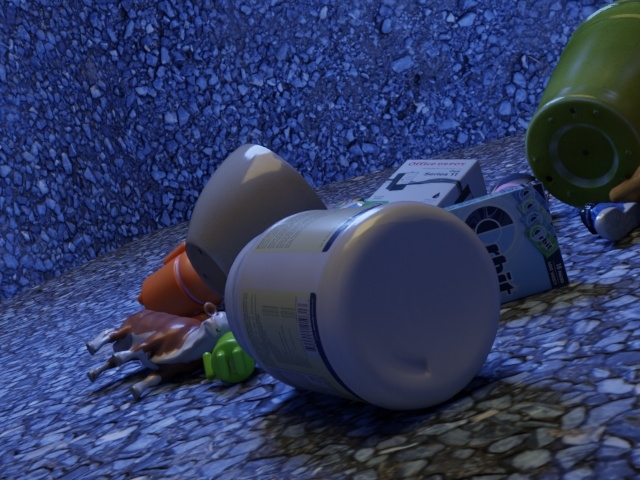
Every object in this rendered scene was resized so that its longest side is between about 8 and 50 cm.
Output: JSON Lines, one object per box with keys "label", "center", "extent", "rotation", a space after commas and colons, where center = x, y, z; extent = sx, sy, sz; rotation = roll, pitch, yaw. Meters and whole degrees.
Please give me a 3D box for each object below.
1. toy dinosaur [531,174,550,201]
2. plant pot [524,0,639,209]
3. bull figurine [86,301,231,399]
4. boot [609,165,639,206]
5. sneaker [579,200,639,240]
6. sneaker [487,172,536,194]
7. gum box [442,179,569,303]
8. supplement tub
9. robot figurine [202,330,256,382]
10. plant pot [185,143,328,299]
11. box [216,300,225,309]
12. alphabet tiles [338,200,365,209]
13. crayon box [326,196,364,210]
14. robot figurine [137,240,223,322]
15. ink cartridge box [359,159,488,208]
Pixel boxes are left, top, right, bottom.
{"label": "toy dinosaur", "center": [0.456, -0.119, 2.279], "extent": [0.112, 0.064, 0.211], "rotation": [-21, 8, -14]}
{"label": "plant pot", "center": [0.574, -0.240, 1.994], "extent": [0.366, 0.366, 0.353], "rotation": [-10, 22, 43]}
{"label": "bull figurine", "center": [-0.264, 0.174, 1.687], "extent": [0.188, 0.101, 0.310], "rotation": [-25, 11, -32]}
{"label": "boot", "center": [0.655, -0.112, 1.719], "extent": [0.295, 0.104, 0.211], "rotation": [-4, -12, -13]}
{"label": "sneaker", "center": [0.461, -0.032, 1.686], "extent": [0.085, 0.058, 0.152], "rotation": [-3, 11, 38]}
{"label": "sneaker", "center": [0.361, -0.043, 1.902], "extent": [0.131, 0.112, 0.319], "rotation": [8, 26, 34]}
{"label": "gum box", "center": [0.250, 0.014, 1.489], "extent": [0.184, 0.157, 0.041], "rotation": [-17, 9, 2]}
{"label": "supplement tub", "center": [0.036, 0.075, 1.255], "extent": [0.235, 0.235, 0.325], "rotation": [-22, 9, -27]}
{"label": "robot figurine", "center": [-0.128, 0.172, 1.532], "extent": [0.101, 0.067, 0.115], "rotation": [-16, 8, 3]}
{"label": "plant pot", "center": [-0.125, -0.001, 1.800], "extent": [0.191, 0.284, 0.284], "rotation": [-39, 17, -23]}
{"label": "box", "center": [-0.141, 0.101, 2.058], "extent": [0.067, 0.063, 0.324], "rotation": [-24, 10, -33]}
{"label": "alphabet tiles", "center": [0.121, -0.001, 1.934], "extent": [0.278, 0.021, 0.284], "rotation": [-25, 37, -35]}
{"label": "crayon box", "center": [0.007, -0.026, 2.535], "extent": [0.165, 0.081, 0.278], "rotation": [-14, 9, 21]}
{"label": "robot figurine", "center": [-0.266, 0.097, 2.036], "extent": [0.219, 0.128, 0.158], "rotation": [-34, 21, 29]}
{"label": "ink cartridge box", "center": [0.175, -0.058, 1.768], "extent": [0.153, 0.086, 0.208], "rotation": [2, 32, 35]}
